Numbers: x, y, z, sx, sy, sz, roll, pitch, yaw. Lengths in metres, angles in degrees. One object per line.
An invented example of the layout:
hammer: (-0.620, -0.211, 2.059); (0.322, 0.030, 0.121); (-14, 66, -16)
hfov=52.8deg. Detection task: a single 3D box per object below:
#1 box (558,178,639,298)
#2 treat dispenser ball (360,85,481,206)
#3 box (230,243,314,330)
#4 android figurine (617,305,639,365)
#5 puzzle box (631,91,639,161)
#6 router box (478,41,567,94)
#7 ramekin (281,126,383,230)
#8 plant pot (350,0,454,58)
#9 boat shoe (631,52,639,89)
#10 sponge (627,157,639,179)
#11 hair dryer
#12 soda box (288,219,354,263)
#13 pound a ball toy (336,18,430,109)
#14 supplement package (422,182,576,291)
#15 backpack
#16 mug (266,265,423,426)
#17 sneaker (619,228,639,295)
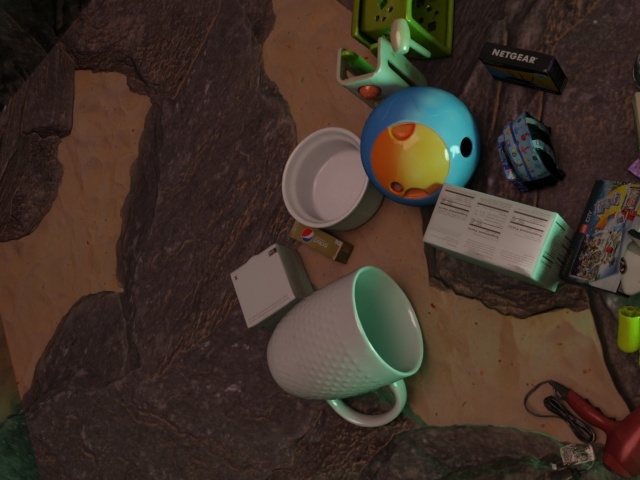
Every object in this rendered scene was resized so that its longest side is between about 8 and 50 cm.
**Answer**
box: (0.614, -0.009, 1.357); (0.159, 0.044, 0.233); (23, 92, 66)
treat dispenser ball: (0.239, -0.225, 1.553); (0.288, 0.288, 0.288); (-9, 74, 32)
box: (-0.133, 0.134, 1.817); (0.181, 0.119, 0.182); (-34, 62, 23)
android figurine: (0.692, 0.184, 1.209); (0.248, 0.056, 0.273); (5, 123, 26)
puzzle box: (0.825, -0.176, 1.212); (0.408, 0.052, 0.272); (-6, 80, 15)
router box: (0.481, -0.409, 1.531); (0.179, 0.133, 0.046); (26, 93, 36)
ramekin: (0.043, -0.157, 1.761); (0.277, 0.135, 0.277); (-8, 75, 32)
plant pot: (0.211, -0.610, 1.711); (0.207, 0.228, 0.227); (-5, 76, 40)
boat shoe: (0.787, -0.303, 1.321); (0.319, 0.099, 0.116); (42, 99, 32)
sponge: (0.762, -0.129, 1.338); (0.117, 0.031, 0.210); (-49, 58, 14)
hair dryer: (0.572, 0.373, 1.314); (0.293, 0.080, 0.224); (-24, 66, 27)
soda box: (0.000, 0.000, 1.796); (0.181, 0.061, 0.058); (29, 96, 35)
pound a ball toy: (0.185, -0.402, 1.613); (0.208, 0.319, 0.136); (-5, 76, 32)
supplement package: (0.402, -0.006, 1.442); (0.262, 0.204, 0.145); (22, 90, 35)
backpack: (0.467, -0.204, 1.466); (0.117, 0.173, 0.158); (-20, 69, 29)
mug: (0.065, 0.292, 1.584); (0.328, 0.276, 0.374); (-29, 94, 31)
sneaker: (0.743, 0.076, 1.233); (0.330, 0.122, 0.146); (10, 108, 12)
